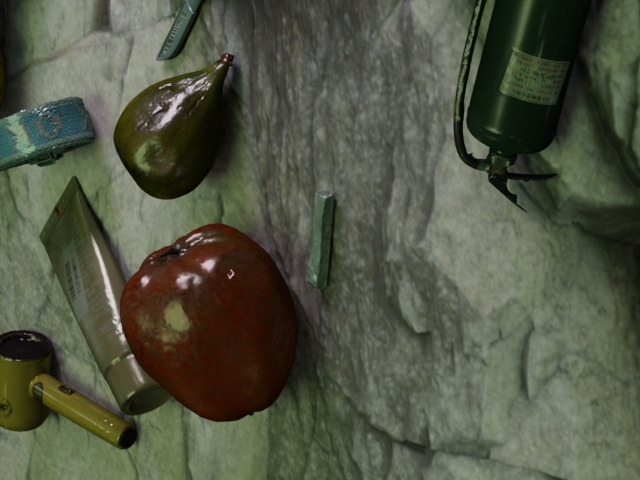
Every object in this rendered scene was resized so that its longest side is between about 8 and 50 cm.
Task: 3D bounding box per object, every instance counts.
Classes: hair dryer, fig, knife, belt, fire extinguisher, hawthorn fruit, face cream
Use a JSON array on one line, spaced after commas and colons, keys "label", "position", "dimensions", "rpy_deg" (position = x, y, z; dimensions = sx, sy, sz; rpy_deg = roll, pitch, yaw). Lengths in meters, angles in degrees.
[{"label": "hair dryer", "position": [-0.383, 0.248, 2.099], "dimensions": [0.279, 0.090, 0.135], "rpy_deg": [24, 119, 32]}, {"label": "fig", "position": [-0.160, -0.137, 1.739], "dimensions": [0.126, 0.185, 0.133], "rpy_deg": [58, -178, -41]}, {"label": "knife", "position": [-0.158, -0.292, 1.738], "dimensions": [0.028, 0.015, 0.210], "rpy_deg": [46, 132, 17]}, {"label": "belt", "position": [-0.386, -0.141, 1.931], "dimensions": [0.163, 0.148, 0.082], "rpy_deg": [180, 73, -75]}, {"label": "fire extinguisher", "position": [0.195, -0.164, 1.360], "dimensions": [0.118, 0.093, 0.294], "rpy_deg": [11, 118, -1]}, {"label": "hawthorn fruit", "position": [-0.119, 0.118, 1.711], "dimensions": [0.210, 0.210, 0.262], "rpy_deg": [1, 125, 46]}, {"label": "face cream", "position": [-0.307, 0.083, 1.974], "dimensions": [0.137, 0.084, 0.341], "rpy_deg": [-53, 56, 39]}]

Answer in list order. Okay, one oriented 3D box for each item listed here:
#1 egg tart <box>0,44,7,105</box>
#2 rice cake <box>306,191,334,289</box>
[{"label": "egg tart", "position": [-0.551, -0.252, 2.081], "dimensions": [0.294, 0.123, 0.294], "rpy_deg": [15, 114, 38]}, {"label": "rice cake", "position": [0.000, 0.000, 1.663], "dimensions": [0.022, 0.022, 0.121], "rpy_deg": [32, 125, 48]}]
